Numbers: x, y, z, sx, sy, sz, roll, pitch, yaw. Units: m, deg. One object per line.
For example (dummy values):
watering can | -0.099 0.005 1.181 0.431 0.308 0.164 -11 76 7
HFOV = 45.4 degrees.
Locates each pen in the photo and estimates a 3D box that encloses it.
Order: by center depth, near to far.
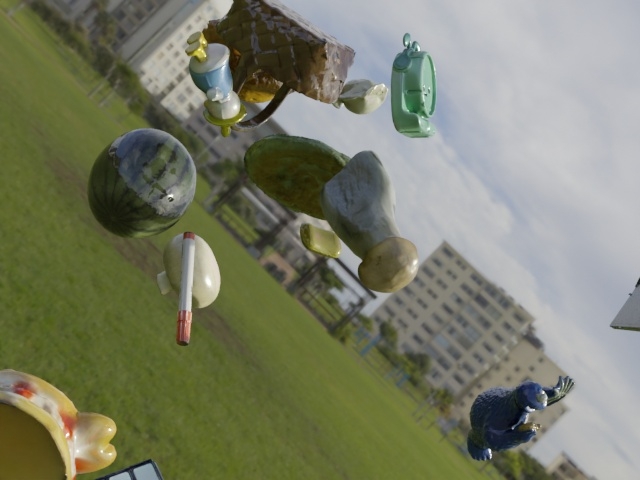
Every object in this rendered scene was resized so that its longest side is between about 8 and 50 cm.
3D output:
pen | -0.264 0.091 1.499 0.028 0.028 0.239 48 34 -55

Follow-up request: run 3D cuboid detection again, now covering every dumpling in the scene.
dumpling | 0.090 -0.386 2.073 0.169 0.134 0.099 31 -51 52

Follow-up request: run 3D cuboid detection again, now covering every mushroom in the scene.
mushroom | 0.092 -0.038 1.420 0.122 0.159 0.328 9 29 -20
mushroom | -0.425 0.104 2.425 0.246 0.202 0.246 62 0 0

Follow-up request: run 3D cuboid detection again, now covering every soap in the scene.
soap | -0.001 0.001 2.067 0.140 0.045 0.088 20 48 -36

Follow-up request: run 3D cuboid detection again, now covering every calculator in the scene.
calculator | 0.700 0.128 1.639 0.021 0.161 0.262 34 0 8

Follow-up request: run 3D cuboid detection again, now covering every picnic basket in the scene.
picnic basket | -0.122 -0.398 1.837 0.337 0.337 0.293 45 19 11

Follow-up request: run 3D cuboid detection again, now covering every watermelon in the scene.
watermelon | -0.483 -0.163 2.100 0.279 0.279 0.359 46 33 -23

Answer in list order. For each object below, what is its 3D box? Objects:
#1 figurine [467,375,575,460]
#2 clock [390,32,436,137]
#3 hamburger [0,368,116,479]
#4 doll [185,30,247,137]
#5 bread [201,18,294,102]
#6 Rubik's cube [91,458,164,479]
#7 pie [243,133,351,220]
figurine | 0.359 0.329 1.468 0.121 0.164 0.262 46 -41 16
clock | 0.177 -0.290 1.436 0.060 0.188 0.148 0 2 22
hamburger | -0.515 0.349 1.302 0.186 0.303 0.260 -76 161 -77
doll | -0.222 -0.329 1.641 0.135 0.099 0.241 45 -23 38
bread | -0.178 -0.476 2.107 0.340 0.178 0.194 6 -12 -39
Rubik's cube | -0.374 0.532 1.433 0.163 0.162 0.160 -11 59 -40
pie | -0.022 -0.151 1.809 0.323 0.070 0.323 15 -28 9
